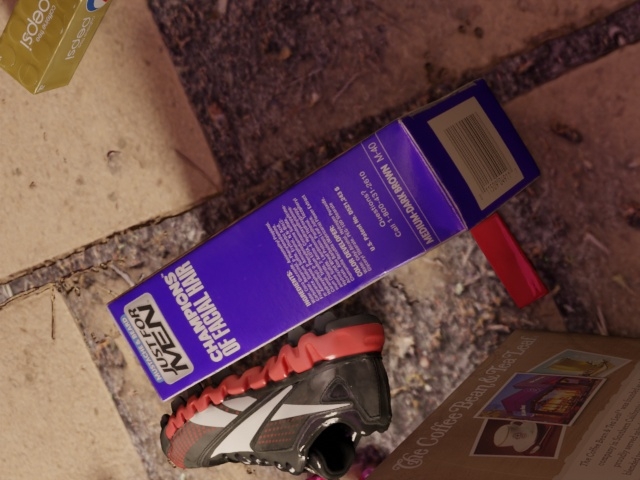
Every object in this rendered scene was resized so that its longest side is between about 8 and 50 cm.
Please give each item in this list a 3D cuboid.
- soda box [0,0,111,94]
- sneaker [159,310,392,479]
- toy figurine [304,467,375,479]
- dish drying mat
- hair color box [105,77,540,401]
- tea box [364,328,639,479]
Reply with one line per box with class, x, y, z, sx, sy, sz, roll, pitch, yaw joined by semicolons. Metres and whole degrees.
soda box;-0.239;-0.227;1.285;0.061;0.058;0.181;40;120;11
sneaker;-0.041;0.174;1.273;0.276;0.097;0.135;-30;71;31
toy figurine;0.046;0.280;1.281;0.173;0.130;0.159;-37;77;10
dish drying mat;0.163;0.017;1.183;0.032;0.008;0.083;-33;88;31
hair color box;0.000;0.000;1.160;0.339;0.185;0.110;-33;89;31
tea box;0.203;0.274;1.057;0.220;0.329;0.324;2;107;27
